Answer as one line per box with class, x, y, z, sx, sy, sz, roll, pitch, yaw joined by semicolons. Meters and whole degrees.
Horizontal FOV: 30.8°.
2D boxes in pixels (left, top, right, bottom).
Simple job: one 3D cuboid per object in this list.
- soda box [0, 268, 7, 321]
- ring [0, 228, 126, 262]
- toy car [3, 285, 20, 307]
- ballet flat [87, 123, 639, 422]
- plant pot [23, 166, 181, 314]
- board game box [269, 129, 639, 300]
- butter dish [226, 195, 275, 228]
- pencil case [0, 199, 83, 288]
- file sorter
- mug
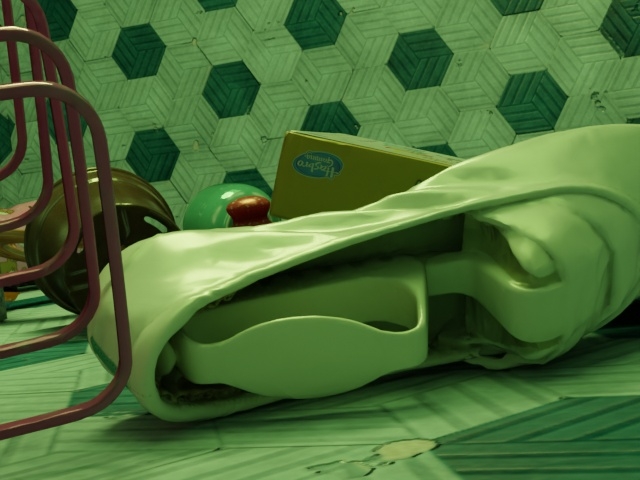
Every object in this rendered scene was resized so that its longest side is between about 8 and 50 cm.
soda box;-0.524;0.068;1.364;0.286;0.098;0.091;-6;4;3
ring;-0.288;0.012;1.477;0.337;0.032;0.336;7;-8;1
toy car;-0.437;0.076;1.496;0.060;0.040;0.122;15;6;12
ballet flat;0.067;0.032;0.679;0.400;0.139;0.139;-12;4;-10
plant pot;-0.210;0.015;1.189;0.167;0.167;0.165;-8;12;-19
board game box;0.141;-0.023;0.908;0.317;0.064;0.242;13;7;10
butter dish;-0.049;0.024;0.900;0.160;0.118;0.160;-8;3;-7
pencil case;-0.535;0.013;1.849;0.386;0.167;0.160;-9;36;-21
file sorter;-0.226;-0.042;0.626;0.182;0.202;0.290;-11;34;-19
mug;-0.109;-0.020;1.682;0.158;0.129;0.097;-8;7;-27
